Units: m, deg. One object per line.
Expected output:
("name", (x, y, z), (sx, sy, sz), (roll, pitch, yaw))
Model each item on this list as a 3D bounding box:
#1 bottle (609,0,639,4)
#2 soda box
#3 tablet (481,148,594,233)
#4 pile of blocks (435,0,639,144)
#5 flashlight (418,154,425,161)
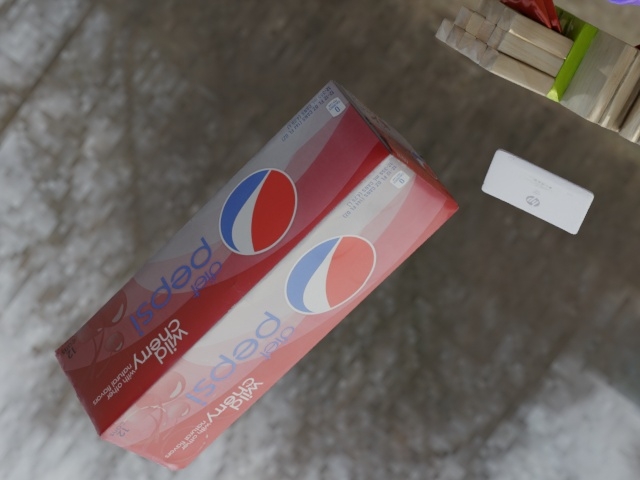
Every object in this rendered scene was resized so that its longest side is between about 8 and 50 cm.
("bottle", (0.169, -0.236, 1.289), (0.283, 0.118, 0.092), (31, -154, -24))
("soda box", (-0.043, 0.027, 1.238), (0.092, 0.263, 0.083), (34, -165, -49))
("tablet", (0.169, -0.038, 1.496), (0.083, 0.006, 0.054), (27, 144, 8))
("pile of blocks", (0.301, -0.170, 1.911), (0.362, 0.112, 0.149), (25, -169, -13))
("flashlight", (0.000, 0.000, 1.500), (0.304, 0.103, 0.103), (-49, -53, -63))
